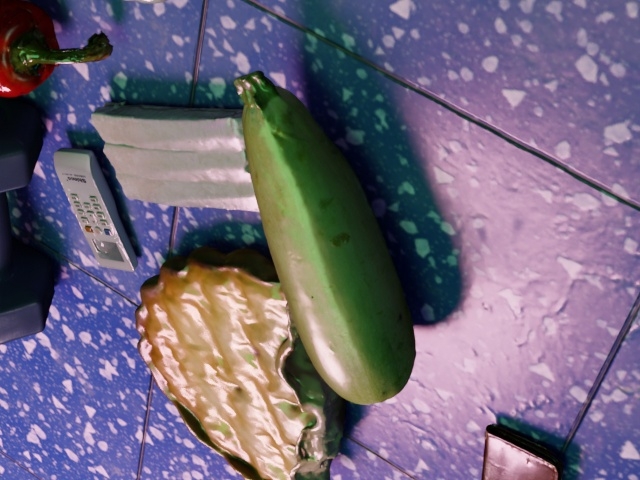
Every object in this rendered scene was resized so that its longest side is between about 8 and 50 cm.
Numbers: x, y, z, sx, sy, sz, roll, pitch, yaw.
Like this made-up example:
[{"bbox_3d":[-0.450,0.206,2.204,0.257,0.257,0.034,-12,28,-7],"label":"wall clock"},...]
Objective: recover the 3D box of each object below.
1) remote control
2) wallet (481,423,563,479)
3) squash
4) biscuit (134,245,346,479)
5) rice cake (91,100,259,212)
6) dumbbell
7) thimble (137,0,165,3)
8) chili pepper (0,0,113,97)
[{"bbox_3d":[-0.260,-0.036,1.569,0.061,0.029,0.162,10,132,36],"label":"remote control"},{"bbox_3d":[0.212,0.278,1.445,0.095,0.026,0.176,25,134,29],"label":"wallet"},{"bbox_3d":[0.004,-0.003,1.326,0.118,0.118,0.371,-4,116,40],"label":"squash"},{"bbox_3d":[-0.069,0.141,1.528,0.329,0.078,0.335,45,138,4],"label":"biscuit"},{"bbox_3d":[-0.141,-0.090,1.424,0.211,0.038,0.124,2,122,37],"label":"rice cake"},{"bbox_3d":[-0.401,-0.023,1.610,0.143,0.156,0.316,4,131,-1],"label":"dumbbell"},{"bbox_3d":[-0.128,-0.319,1.140,0.250,0.172,0.205,22,138,28],"label":"thimble"},{"bbox_3d":[-0.391,-0.220,1.469,0.387,0.110,0.110,13,130,36],"label":"chili pepper"}]
